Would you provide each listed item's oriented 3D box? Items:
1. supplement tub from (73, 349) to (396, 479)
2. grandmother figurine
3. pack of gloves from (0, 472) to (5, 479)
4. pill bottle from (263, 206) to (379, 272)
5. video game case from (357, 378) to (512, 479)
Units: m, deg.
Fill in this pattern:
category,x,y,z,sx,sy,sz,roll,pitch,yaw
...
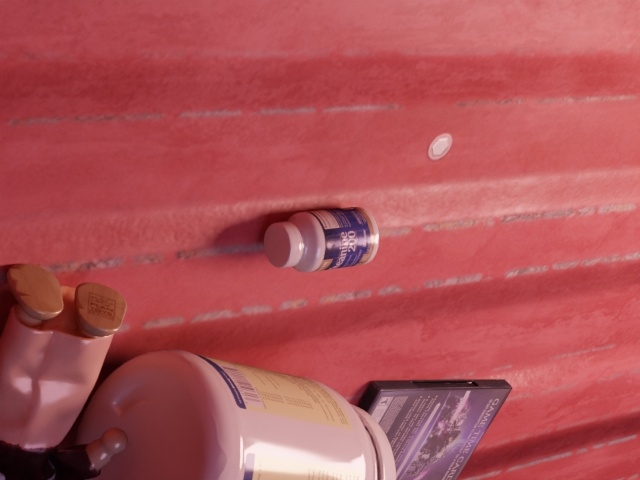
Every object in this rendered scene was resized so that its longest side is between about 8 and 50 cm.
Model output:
category,x,y,z,sx,sy,sz,roll,pitch,yaw
supplement tub,-0.088,0.258,1.639,0.325,0.235,0.235,19,111,-49
grandmother figurine,-0.302,0.191,1.501,0.207,0.104,0.342,22,118,-12
pack of gloves,-0.437,0.275,1.466,0.232,0.046,0.195,9,113,-20
pill bottle,0.000,0.000,1.612,0.120,0.067,0.067,-7,129,-38
video game case,0.128,0.273,2.017,0.274,0.026,0.196,4,122,-45
